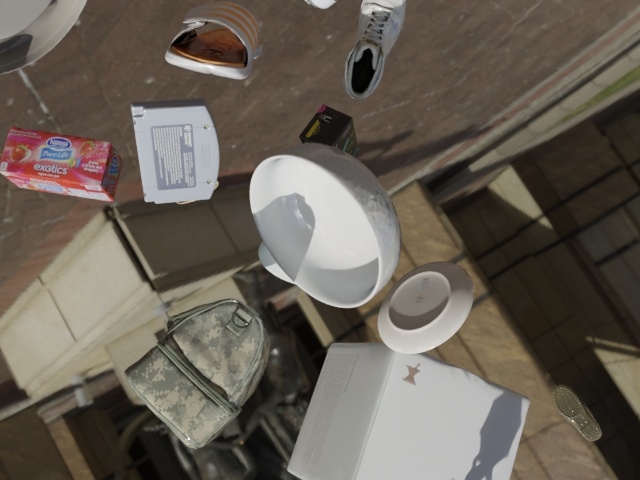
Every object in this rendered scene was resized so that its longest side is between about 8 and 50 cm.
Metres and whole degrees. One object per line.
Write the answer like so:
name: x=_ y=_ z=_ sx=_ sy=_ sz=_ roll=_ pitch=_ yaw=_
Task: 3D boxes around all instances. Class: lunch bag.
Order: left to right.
lunch bag: x=-0.212 y=0.242 z=1.342 sx=0.256 sy=0.212 sz=0.305 roll=-44 pitch=172 yaw=-12

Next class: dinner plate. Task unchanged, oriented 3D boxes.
dinner plate: x=0.131 y=0.081 z=0.883 sx=0.141 sy=0.017 sz=0.141 roll=-27 pitch=-143 yaw=22

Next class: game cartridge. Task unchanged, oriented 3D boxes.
game cartridge: x=-0.349 y=-0.218 z=1.680 sx=0.198 sy=0.062 sz=0.297 roll=-9 pitch=138 yaw=-15

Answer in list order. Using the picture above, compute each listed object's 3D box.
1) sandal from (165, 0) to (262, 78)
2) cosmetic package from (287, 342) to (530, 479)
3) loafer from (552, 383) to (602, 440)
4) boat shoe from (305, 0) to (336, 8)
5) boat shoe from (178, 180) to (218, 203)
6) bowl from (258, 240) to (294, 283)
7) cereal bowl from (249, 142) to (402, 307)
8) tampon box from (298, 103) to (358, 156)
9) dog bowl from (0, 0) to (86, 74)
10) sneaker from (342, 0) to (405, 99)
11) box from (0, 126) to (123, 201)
sandal: x=-0.125 y=-0.267 z=0.864 sx=0.265 sy=0.102 sz=0.076 roll=-83 pitch=-174 yaw=-65
cosmetic package: x=0.175 y=0.427 z=1.489 sx=0.327 sy=0.329 sz=0.394 roll=-69 pitch=-166 yaw=-15
loafer: x=0.586 y=0.392 z=1.568 sx=0.056 sy=0.148 sz=0.050 roll=-36 pitch=176 yaw=17
boat shoe: x=-0.062 y=-0.488 z=1.146 sx=0.105 sy=0.306 sz=0.113 roll=-33 pitch=156 yaw=24
boat shoe: x=-0.387 y=-0.151 z=2.122 sx=0.170 sy=0.063 sz=0.059 roll=-19 pitch=-145 yaw=38
bowl: x=0.000 y=0.000 z=1.700 sx=0.298 sy=0.134 sz=0.298 roll=6 pitch=150 yaw=3
cereal bowl: x=0.026 y=-0.043 z=1.326 sx=0.141 sy=0.339 sz=0.339 roll=-35 pitch=175 yaw=-34
tampon box: x=0.026 y=-0.268 z=1.880 sx=0.120 sy=0.101 sz=0.161 roll=-56 pitch=158 yaw=-18
dog bowl: x=-0.479 y=-0.413 z=0.958 sx=0.349 sy=0.102 sz=0.349 roll=-51 pitch=161 yaw=-25
sneaker: x=0.125 y=-0.451 z=1.509 sx=0.169 sy=0.108 sz=0.292 roll=-87 pitch=-168 yaw=-74
box: x=-0.642 y=-0.188 z=1.701 sx=0.257 sy=0.122 sz=0.128 roll=9 pitch=165 yaw=1
